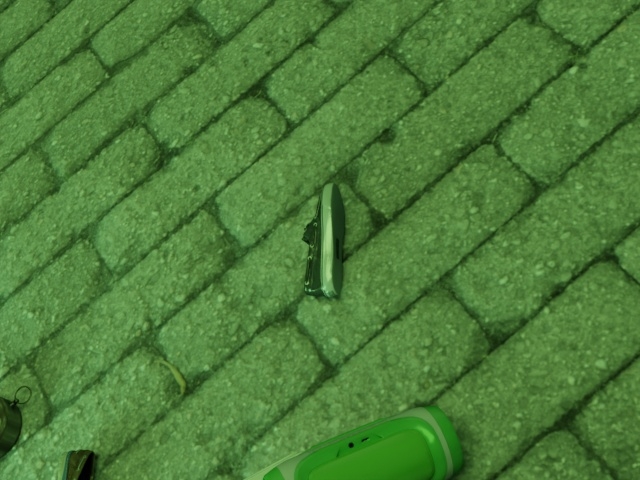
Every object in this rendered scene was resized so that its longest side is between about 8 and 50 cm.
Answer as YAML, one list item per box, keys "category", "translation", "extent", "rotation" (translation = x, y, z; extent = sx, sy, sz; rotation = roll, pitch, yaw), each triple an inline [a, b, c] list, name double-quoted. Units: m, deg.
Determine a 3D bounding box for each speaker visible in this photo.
- category: "speaker"
  translation: [0.066, 0.360, 1.417]
  extent: [0.296, 0.131, 0.131]
  rotation: [-19, 55, -15]

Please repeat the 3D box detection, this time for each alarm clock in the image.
- category: "alarm clock"
  translation: [-0.660, 0.363, 1.847]
  extent: [0.192, 0.064, 0.129]
  rotation: [-42, 55, -4]

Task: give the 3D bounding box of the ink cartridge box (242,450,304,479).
- category: "ink cartridge box"
  translation: [-0.044, 0.472, 1.492]
  extent: [0.148, 0.086, 0.203]
  rotation: [-29, 56, 8]

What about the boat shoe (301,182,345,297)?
- category: "boat shoe"
  translation: [0.000, 0.000, 1.725]
  extent: [0.076, 0.080, 0.229]
  rotation: [-7, 70, 20]

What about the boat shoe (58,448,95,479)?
- category: "boat shoe"
  translation: [-0.449, 0.472, 1.689]
  extent: [0.066, 0.066, 0.183]
  rotation: [-16, 59, 15]
